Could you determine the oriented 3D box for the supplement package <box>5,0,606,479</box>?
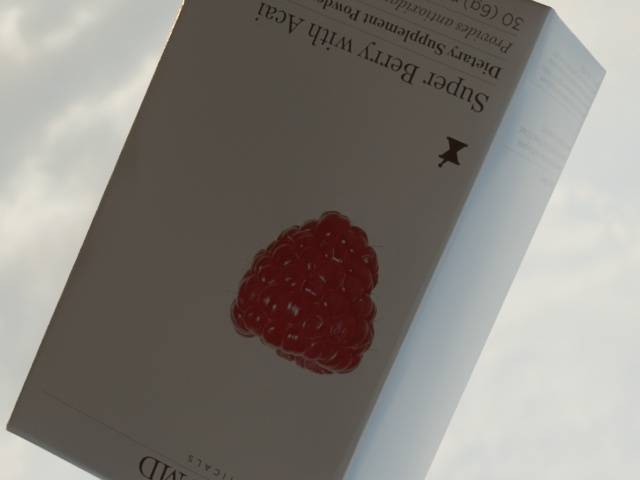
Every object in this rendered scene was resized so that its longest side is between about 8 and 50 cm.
[{"bbox_3d":[0.000,0.000,0.829,0.177,0.175,0.293,24,-86,18],"label":"supplement package"}]
